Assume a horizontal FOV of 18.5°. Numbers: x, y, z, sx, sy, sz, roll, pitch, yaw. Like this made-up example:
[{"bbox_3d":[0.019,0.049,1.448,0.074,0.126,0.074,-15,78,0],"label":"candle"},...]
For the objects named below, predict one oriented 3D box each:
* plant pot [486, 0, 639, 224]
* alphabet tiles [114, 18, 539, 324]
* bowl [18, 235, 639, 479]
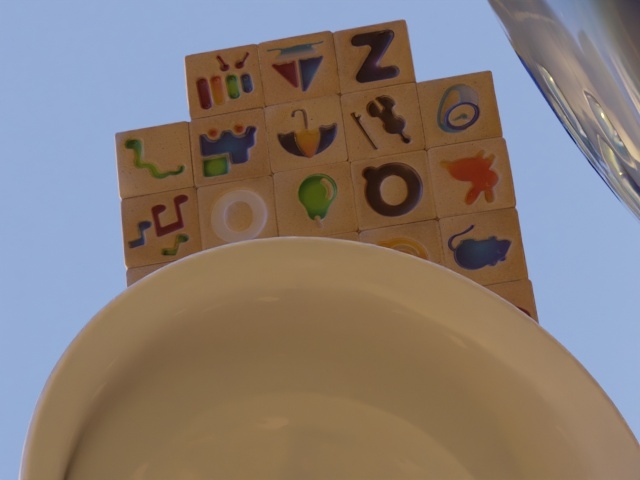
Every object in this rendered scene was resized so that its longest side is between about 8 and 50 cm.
[{"bbox_3d":[0.199,-0.053,0.633,0.236,0.236,0.212,-25,-77,1],"label":"plant pot"},{"bbox_3d":[0.000,0.000,1.402,0.285,0.011,0.342,-9,-116,4],"label":"alphabet tiles"},{"bbox_3d":[0.001,0.155,0.885,0.298,0.134,0.298,9,-127,-12],"label":"bowl"}]
